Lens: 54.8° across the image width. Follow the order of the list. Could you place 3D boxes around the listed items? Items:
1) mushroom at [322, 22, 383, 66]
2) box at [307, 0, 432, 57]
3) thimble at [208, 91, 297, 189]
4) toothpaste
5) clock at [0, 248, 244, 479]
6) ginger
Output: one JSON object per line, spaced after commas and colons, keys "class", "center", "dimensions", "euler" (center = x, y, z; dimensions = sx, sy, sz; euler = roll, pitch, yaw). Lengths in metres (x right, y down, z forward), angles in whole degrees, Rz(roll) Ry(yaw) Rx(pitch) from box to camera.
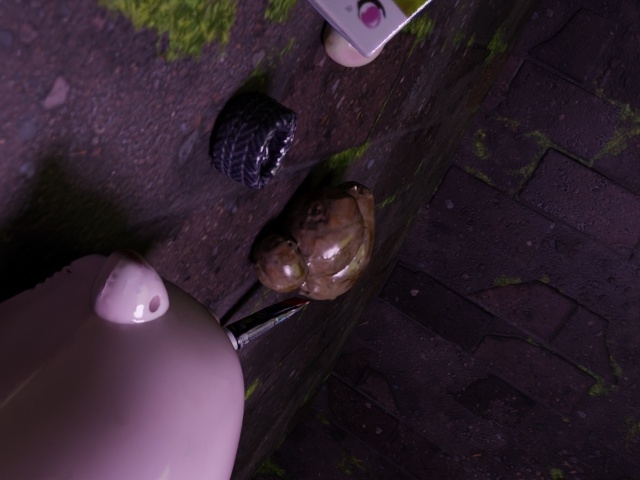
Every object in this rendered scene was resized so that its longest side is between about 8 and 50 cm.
{"class": "mushroom", "center": [0.042, -0.265, 0.793], "dimensions": [0.083, 0.067, 0.084], "euler": [-17, 138, -16]}
{"class": "box", "center": [0.111, -0.275, 0.381], "dimensions": [0.299, 0.106, 0.200], "euler": [-38, -160, 29]}
{"class": "thimble", "center": [-0.076, -0.112, 0.710], "dimensions": [0.104, 0.066, 0.095], "euler": [-62, 169, 22]}
{"class": "toothpaste", "center": [-0.109, 0.145, 1.099], "dimensions": [0.193, 0.045, 0.071], "euler": [-27, -166, -26]}
{"class": "clock", "center": [-0.214, 0.206, 0.527], "dimensions": [0.377, 0.250, 0.368], "euler": [-55, 167, -11]}
{"class": "ginger", "center": [0.000, 0.000, 1.109], "dimensions": [0.245, 0.155, 0.304], "euler": [-53, 160, 10]}
